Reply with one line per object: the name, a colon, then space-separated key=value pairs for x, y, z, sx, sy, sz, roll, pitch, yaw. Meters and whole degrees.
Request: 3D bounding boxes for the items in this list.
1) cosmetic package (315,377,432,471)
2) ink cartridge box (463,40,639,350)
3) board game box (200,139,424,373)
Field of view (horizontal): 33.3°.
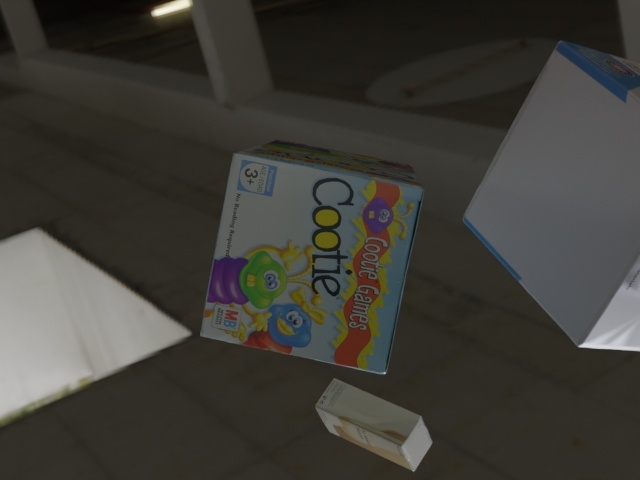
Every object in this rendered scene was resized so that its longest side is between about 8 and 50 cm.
cosmetic package: x=0.056 y=0.196 z=1.140 sx=0.115 sy=0.060 sz=0.041 roll=19 pitch=-120 yaw=35
ink cartridge box: x=0.319 y=-0.029 z=0.977 sx=0.270 sy=0.197 sz=0.198 roll=7 pitch=-150 yaw=-34
board game box: x=0.000 y=0.000 z=0.902 sx=0.142 sy=0.144 sz=0.275 roll=11 pitch=-173 yaw=2
